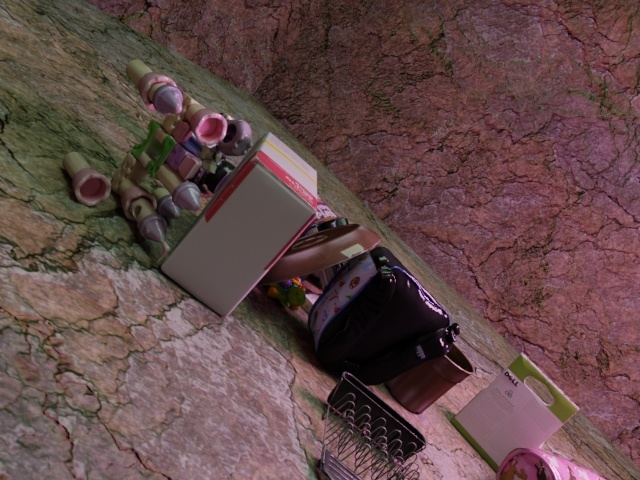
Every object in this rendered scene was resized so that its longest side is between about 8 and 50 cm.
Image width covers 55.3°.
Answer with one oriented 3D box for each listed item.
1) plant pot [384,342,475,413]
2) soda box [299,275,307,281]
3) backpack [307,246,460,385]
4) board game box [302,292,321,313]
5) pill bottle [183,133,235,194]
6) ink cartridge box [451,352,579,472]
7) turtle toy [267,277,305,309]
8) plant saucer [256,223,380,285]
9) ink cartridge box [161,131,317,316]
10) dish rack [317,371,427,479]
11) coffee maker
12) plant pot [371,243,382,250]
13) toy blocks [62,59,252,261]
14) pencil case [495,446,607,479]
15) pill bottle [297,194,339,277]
[{"bbox_3d":[0.248,0.310,1.452,0.167,0.165,0.167,38,14,-11],"label":"plant pot"},{"bbox_3d":[-0.100,0.028,1.615,0.183,0.063,0.058,44,15,14],"label":"soda box"},{"bbox_3d":[0.105,0.167,1.308,0.276,0.263,0.213,45,4,-23],"label":"backpack"},{"bbox_3d":[0.024,0.194,1.504,0.154,0.026,0.103,45,14,18],"label":"board game box"},{"bbox_3d":[-0.337,-0.229,1.661,0.219,0.123,0.123,42,13,4],"label":"pill bottle"},{"bbox_3d":[0.486,0.432,1.522,0.189,0.255,0.097,47,14,24],"label":"ink cartridge box"},{"bbox_3d":[-0.072,0.113,1.409,0.095,0.066,0.130,32,16,-33],"label":"turtle toy"},{"bbox_3d":[-0.020,0.023,1.363,0.310,0.310,0.050,-57,128,-77],"label":"plant saucer"},{"bbox_3d":[-0.148,-0.055,1.275,0.160,0.279,0.385,39,13,-12],"label":"ink cartridge box"},{"bbox_3d":[0.090,0.362,1.041,0.208,0.074,0.271,39,13,-4],"label":"dish rack"},{"bbox_3d":[0.059,0.041,1.582,0.171,0.120,0.178,-2,62,-32],"label":"coffee maker"},{"bbox_3d":[0.185,0.076,2.165,0.237,0.110,0.237,39,14,-12],"label":"plant pot"},{"bbox_3d":[-0.273,-0.137,1.188,0.260,0.289,0.309,43,10,38],"label":"toy blocks"},{"bbox_3d":[0.564,0.597,1.424,0.386,0.167,0.160,29,-15,-40],"label":"pencil case"},{"bbox_3d":[0.000,0.000,1.757,0.169,0.169,0.301,23,22,-53],"label":"pill bottle"}]
